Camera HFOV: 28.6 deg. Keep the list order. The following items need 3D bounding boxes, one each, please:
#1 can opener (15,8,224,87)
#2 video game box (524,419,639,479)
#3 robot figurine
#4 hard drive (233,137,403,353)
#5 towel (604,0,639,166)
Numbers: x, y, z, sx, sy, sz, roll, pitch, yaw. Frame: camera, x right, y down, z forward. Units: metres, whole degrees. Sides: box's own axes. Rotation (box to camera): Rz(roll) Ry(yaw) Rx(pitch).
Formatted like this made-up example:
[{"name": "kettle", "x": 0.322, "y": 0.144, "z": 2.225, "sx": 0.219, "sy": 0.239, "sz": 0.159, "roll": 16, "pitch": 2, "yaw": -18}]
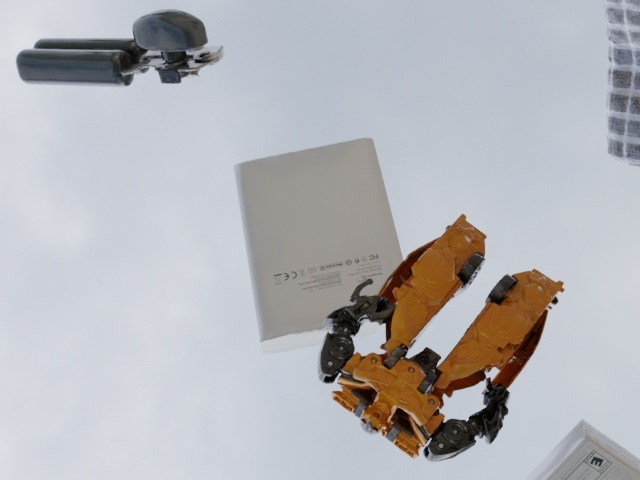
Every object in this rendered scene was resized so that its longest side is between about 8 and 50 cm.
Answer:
[{"name": "can opener", "x": -0.239, "y": -0.227, "z": 1.490, "sx": 0.074, "sy": 0.280, "sz": 0.093, "roll": -47, "pitch": -50, "yaw": -51}, {"name": "video game box", "x": 0.287, "y": 0.317, "z": 1.340, "sx": 0.187, "sy": 0.205, "sz": 0.048, "roll": 36, "pitch": -160, "yaw": -9}, {"name": "robot figurine", "x": 0.127, "y": 0.109, "z": 1.325, "sx": 0.211, "sy": 0.085, "sz": 0.291, "roll": 36, "pitch": -125, "yaw": 13}, {"name": "hard drive", "x": 0.000, "y": 0.000, "z": 1.689, "sx": 0.203, "sy": 0.040, "sz": 0.307, "roll": -11, "pitch": -130, "yaw": 0}, {"name": "towel", "x": 0.324, "y": -0.148, "z": 0.876, "sx": 0.121, "sy": 0.284, "sz": 0.235, "roll": -43, "pitch": -49, "yaw": -32}]
